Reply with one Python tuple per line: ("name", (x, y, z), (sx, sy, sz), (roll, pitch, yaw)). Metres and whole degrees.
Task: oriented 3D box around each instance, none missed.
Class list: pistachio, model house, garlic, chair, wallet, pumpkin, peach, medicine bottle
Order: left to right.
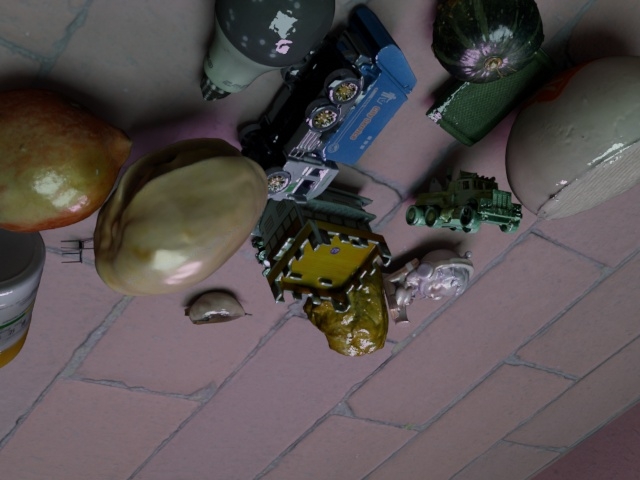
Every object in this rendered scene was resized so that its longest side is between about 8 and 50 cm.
("medicine bottle", (-0.620, 0.083, 1.458), (0.238, 0.238, 0.232), (4, 134, -28))
("peach", (-0.425, -0.129, 1.318), (0.256, 0.232, 0.232), (-21, 141, -8))
("chair", (-0.461, 0.020, 1.616), (0.086, 0.037, 0.042), (-5, 126, -13))
("pistachio", (-0.235, -0.035, 1.388), (0.321, 0.229, 0.238), (-41, 139, -12))
("garlic", (-0.229, 0.149, 1.857), (0.152, 0.066, 0.084), (-9, 167, -10))
("model house", (0.000, 0.000, 1.660), (0.224, 0.215, 0.198), (11, 134, -34))
("pumpkin", (0.287, -0.358, 1.434), (0.190, 0.146, 0.190), (-13, 143, -10))
("wallet", (0.328, -0.294, 1.601), (0.236, 0.055, 0.160), (-44, 140, 19))

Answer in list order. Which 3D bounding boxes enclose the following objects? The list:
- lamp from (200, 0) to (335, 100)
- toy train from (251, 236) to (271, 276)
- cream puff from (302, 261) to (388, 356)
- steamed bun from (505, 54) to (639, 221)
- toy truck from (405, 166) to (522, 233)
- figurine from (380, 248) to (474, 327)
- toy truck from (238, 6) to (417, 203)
("lamp", (-0.105, -0.312, 1.286), (0.182, 0.182, 0.314), (15, 130, -36))
("toy train", (-0.101, 0.029, 1.782), (0.081, 0.050, 0.122), (-21, 141, -7))
("cream puff", (0.069, 0.140, 1.855), (0.196, 0.244, 0.244), (9, 133, -15))
("steamed bun", (0.525, -0.216, 1.613), (0.374, 0.241, 0.374), (-23, 165, -6))
("toy truck", (0.293, -0.084, 1.706), (0.128, 0.259, 0.135), (7, 92, -25))
("figurine", (0.259, 0.101, 1.950), (0.236, 0.141, 0.162), (-21, 154, -3))
("toy truck", (0.009, -0.227, 1.463), (0.175, 0.146, 0.367), (13, 130, -40))
